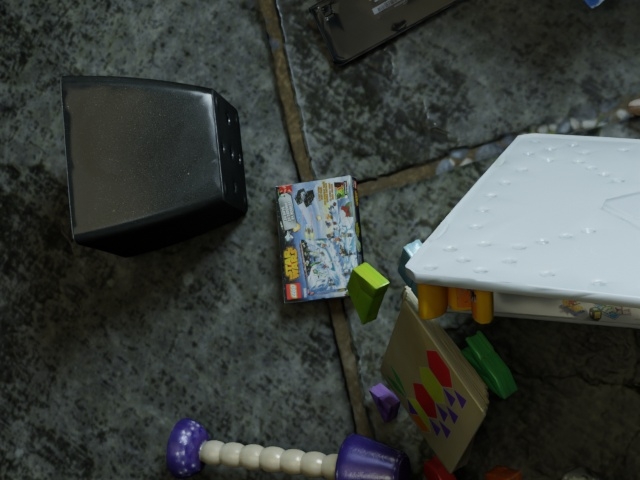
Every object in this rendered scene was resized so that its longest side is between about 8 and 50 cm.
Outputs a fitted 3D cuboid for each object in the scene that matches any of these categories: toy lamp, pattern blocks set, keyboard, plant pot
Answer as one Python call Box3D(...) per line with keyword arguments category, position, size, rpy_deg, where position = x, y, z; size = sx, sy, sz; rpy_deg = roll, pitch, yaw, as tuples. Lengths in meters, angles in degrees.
Box3D(category="toy lamp", position=(-0.035, 0.245, 1.379), size=(0.274, 0.080, 0.080), rpy_deg=(5, 87, 24))
Box3D(category="pattern blocks set", position=(0.113, 0.144, 1.222), size=(0.026, 0.325, 0.285), rpy_deg=(-27, 75, -19))
Box3D(category="keyboard", position=(0.074, -0.284, 1.406), size=(0.180, 0.023, 0.108), rpy_deg=(-26, 83, 17))
Box3D(category="plant pot", position=(-0.180, -0.091, 1.417), size=(0.166, 0.187, 0.188), rpy_deg=(-8, 83, 8))

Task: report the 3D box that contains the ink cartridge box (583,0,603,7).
Box3D(category="ink cartridge box", position=(0.242, -0.476, 1.271), size=(0.270, 0.151, 0.395), rpy_deg=(-41, 67, 9))

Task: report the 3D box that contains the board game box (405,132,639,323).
Box3D(category="board game box", position=(0.320, -0.006, 1.103), size=(0.389, 0.390, 0.050), rpy_deg=(6, 113, 22))

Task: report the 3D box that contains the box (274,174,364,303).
Box3D(category="box", position=(0.000, 0.000, 1.409), size=(0.093, 0.027, 0.137), rpy_deg=(-7, 83, 20))

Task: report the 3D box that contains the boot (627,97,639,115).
Box3D(category="boot", position=(0.381, -0.165, 1.265), size=(0.118, 0.042, 0.087), rpy_deg=(10, 83, 21))

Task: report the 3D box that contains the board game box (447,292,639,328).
Box3D(category="board game box", position=(0.285, 0.057, 1.200), size=(0.305, 0.193, 0.053), rpy_deg=(4, 88, 22))

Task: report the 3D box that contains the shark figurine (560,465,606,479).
Box3D(category="shark figurine", position=(0.247, 0.331, 1.263), size=(0.116, 0.166, 0.278), rpy_deg=(35, 119, 46))
